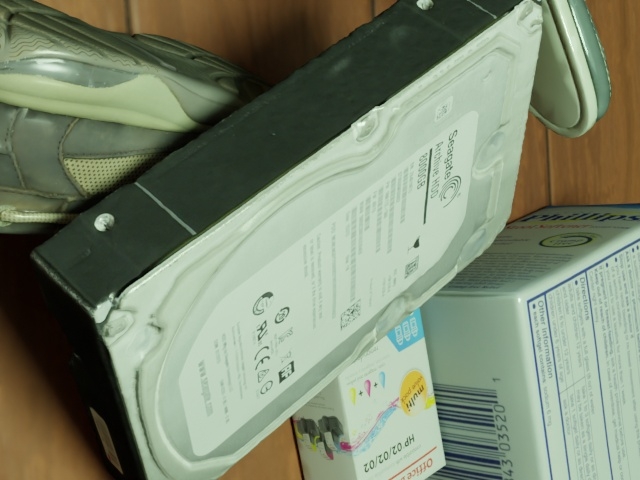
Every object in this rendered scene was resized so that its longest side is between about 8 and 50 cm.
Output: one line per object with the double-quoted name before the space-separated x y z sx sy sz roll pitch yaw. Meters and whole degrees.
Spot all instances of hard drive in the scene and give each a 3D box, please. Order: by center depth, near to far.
"hard drive" 0.000 0.000 0.691 0.339 0.064 0.237 -38 150 -26

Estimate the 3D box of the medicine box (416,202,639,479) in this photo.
"medicine box" 0.206 0.127 0.978 0.289 0.149 0.263 -22 106 -45

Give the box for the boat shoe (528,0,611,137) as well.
"boat shoe" 0.170 -0.240 0.895 0.099 0.116 0.319 -20 82 -20

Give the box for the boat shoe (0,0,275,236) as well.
"boat shoe" -0.101 -0.051 0.687 0.355 0.132 0.130 9 110 -52

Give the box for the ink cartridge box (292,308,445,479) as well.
"ink cartridge box" 0.037 0.140 0.861 0.104 0.061 0.181 -23 107 -44
